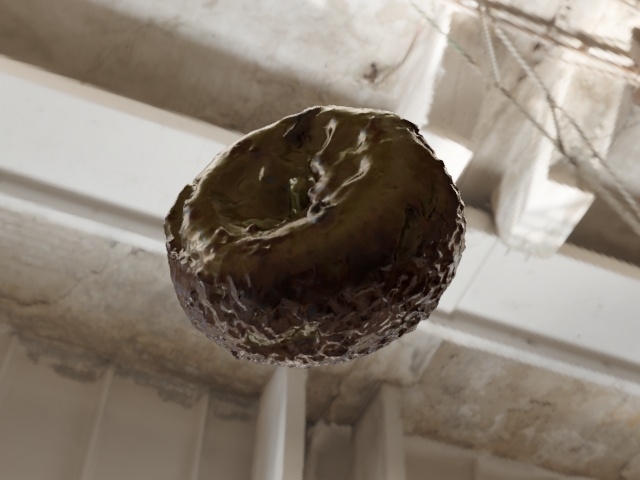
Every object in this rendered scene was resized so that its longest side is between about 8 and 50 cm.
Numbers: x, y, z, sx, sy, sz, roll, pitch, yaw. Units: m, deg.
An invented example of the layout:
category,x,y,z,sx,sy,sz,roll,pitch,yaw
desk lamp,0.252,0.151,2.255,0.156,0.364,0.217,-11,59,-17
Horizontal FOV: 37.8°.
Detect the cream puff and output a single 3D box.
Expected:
category,x,y,z,sx,sy,sz,roll,pitch,yaw
cream puff,0.000,0.000,0.442,0.149,0.084,0.149,-14,-142,11
